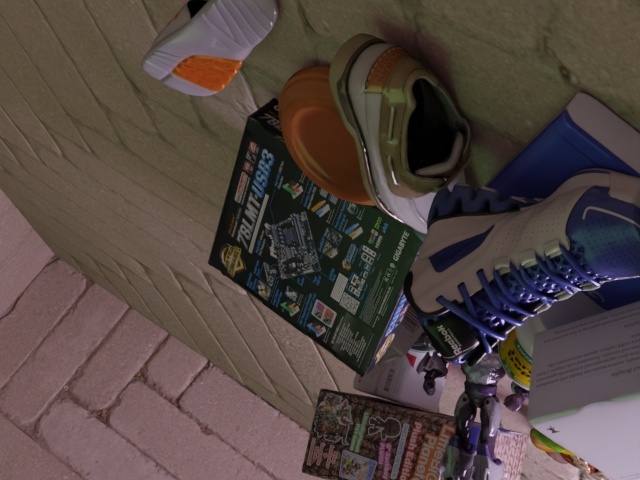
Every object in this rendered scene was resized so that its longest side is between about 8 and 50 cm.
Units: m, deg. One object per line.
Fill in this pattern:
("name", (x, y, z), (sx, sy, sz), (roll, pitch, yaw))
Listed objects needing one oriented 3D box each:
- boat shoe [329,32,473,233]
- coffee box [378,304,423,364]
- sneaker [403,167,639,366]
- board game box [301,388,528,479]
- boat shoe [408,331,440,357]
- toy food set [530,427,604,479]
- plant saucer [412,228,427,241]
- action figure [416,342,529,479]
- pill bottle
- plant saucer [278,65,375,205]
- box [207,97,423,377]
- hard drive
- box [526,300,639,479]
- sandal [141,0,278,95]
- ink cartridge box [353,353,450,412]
("boat shoe", (0.108, -0.096, 1.446), (0.103, 0.113, 0.302), (27, 163, 38))
("coffee box", (0.028, 0.051, 2.028), (0.297, 0.119, 0.168), (39, 165, -2))
("sneaker", (0.195, 0.041, 1.299), (0.127, 0.182, 0.315), (46, 152, -27))
("board game box", (0.158, 0.348, 2.153), (0.291, 0.141, 0.232), (11, 175, 29))
("boat shoe", (0.190, 0.151, 2.042), (0.142, 0.049, 0.040), (-4, 129, 34))
("toy food set", (0.406, 0.353, 2.177), (0.132, 0.038, 0.192), (29, 162, 31))
("plant saucer", (0.159, -0.008, 1.607), (0.119, 0.021, 0.119), (15, -160, -6))
("action figure", (0.230, 0.236, 1.906), (0.185, 0.285, 0.099), (9, -171, 39))
("pill bottle", (0.289, 0.111, 1.609), (0.117, 0.118, 0.208), (36, 164, 10))
("plant saucer", (0.024, -0.119, 1.601), (0.200, 0.037, 0.200), (28, 143, 23))
("box", (0.000, 0.000, 1.805), (0.293, 0.073, 0.296), (35, 134, 17))
("hard drive", (0.289, -0.027, 1.363), (0.210, 0.040, 0.319), (38, 164, 1))
("box", (0.353, 0.167, 1.441), (0.182, 0.119, 0.181), (35, 141, -31))
("sandal", (-0.122, -0.259, 1.603), (0.102, 0.076, 0.265), (30, 148, -23))
("ink cartridge box", (0.138, 0.205, 2.181), (0.072, 0.128, 0.175), (20, 173, -24))
